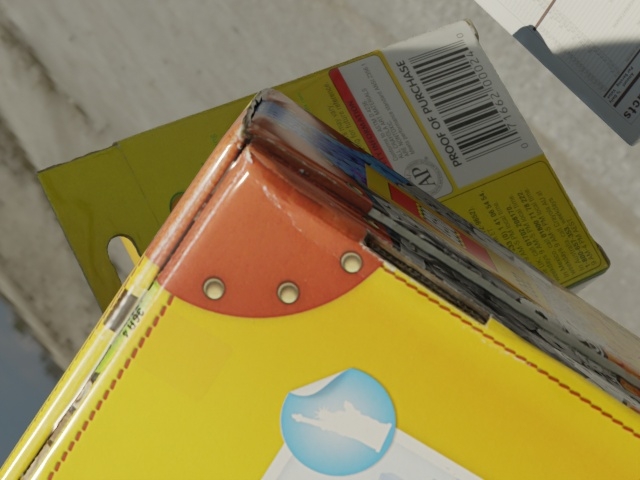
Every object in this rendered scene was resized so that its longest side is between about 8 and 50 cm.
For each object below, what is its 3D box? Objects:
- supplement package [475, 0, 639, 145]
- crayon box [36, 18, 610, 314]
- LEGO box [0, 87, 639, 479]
[{"bbox_3d":[0.200,-0.211,0.977,0.244,0.134,0.139,46,137,13],"label":"supplement package"},{"bbox_3d":[0.000,0.000,0.876,0.202,0.319,0.081,63,155,13],"label":"crayon box"},{"bbox_3d":[-0.015,0.245,0.614,0.372,0.500,0.193,34,-171,-5],"label":"LEGO box"}]
